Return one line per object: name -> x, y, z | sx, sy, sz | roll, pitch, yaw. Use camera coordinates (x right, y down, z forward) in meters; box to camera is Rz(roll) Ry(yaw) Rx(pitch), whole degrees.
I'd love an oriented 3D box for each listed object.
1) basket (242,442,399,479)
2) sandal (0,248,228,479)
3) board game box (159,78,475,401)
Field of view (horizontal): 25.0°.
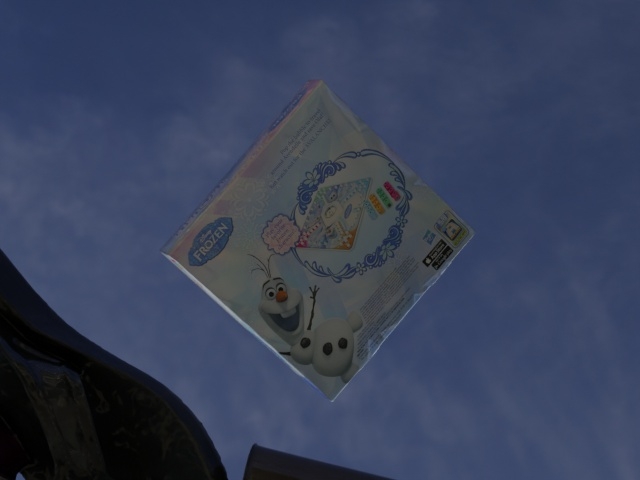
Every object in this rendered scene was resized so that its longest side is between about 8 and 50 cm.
basket -> 0.050, 0.271, 1.159 | 0.227, 0.154, 0.204 | 6, -66, 5
sandal -> -0.257, 0.138, 1.226 | 0.446, 0.107, 0.167 | 38, -63, 22
board game box -> 0.000, 0.000, 0.565 | 0.090, 0.020, 0.090 | 44, -98, -19
